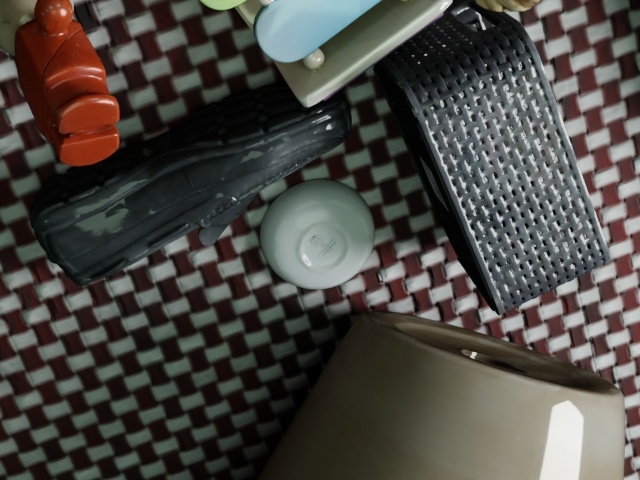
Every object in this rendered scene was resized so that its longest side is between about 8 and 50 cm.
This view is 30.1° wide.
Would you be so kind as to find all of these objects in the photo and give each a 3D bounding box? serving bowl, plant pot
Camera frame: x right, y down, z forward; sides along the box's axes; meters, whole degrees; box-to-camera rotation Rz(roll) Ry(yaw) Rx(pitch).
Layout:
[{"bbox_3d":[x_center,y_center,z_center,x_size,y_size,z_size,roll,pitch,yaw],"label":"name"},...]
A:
[{"bbox_3d":[0.000,0.000,0.841,0.083,0.027,0.083,-4,114,-9],"label":"serving bowl"},{"bbox_3d":[0.075,0.207,0.823,0.323,0.323,0.280,14,94,-17],"label":"plant pot"}]

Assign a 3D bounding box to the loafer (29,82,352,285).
[{"bbox_3d":[-0.080,-0.037,0.785,0.223,0.076,0.078,-23,122,5],"label":"loafer"}]

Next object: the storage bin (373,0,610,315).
[{"bbox_3d":[0.108,-0.057,0.784,0.084,0.122,0.180,-25,117,0],"label":"storage bin"}]

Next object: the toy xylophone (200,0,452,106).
[{"bbox_3d":[-0.033,-0.252,0.689,0.236,0.081,0.322,-43,115,9],"label":"toy xylophone"}]

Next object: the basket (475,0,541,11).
[{"bbox_3d":[0.104,-0.297,0.603,0.213,0.223,0.299,-17,118,38],"label":"basket"}]

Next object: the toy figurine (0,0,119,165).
[{"bbox_3d":[-0.243,-0.087,0.664,0.209,0.148,0.213,-43,145,15],"label":"toy figurine"}]
